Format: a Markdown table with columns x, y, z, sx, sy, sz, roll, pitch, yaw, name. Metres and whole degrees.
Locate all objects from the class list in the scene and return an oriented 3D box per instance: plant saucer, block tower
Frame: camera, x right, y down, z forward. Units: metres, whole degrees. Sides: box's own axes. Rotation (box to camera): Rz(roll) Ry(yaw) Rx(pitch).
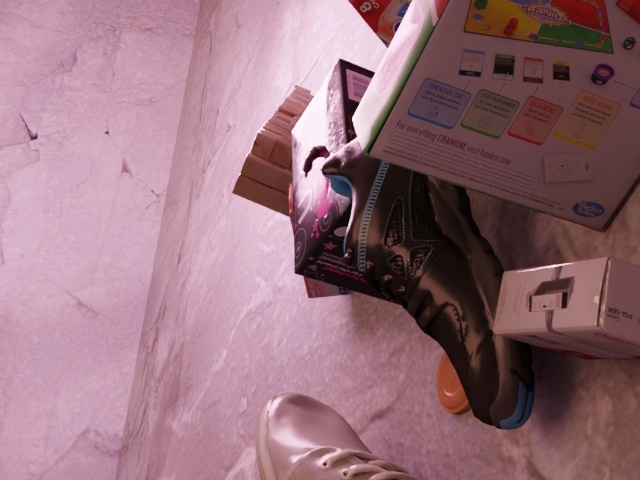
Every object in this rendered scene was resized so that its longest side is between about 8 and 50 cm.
| x | y | z | sx | sy | sz | roll | pitch | yaw | name |
| --- | --- | --- | --- | --- | --- | --- | --- | --- | --- |
| 0.144 | 0.139 | 0.999 | 0.083 | 0.013 | 0.084 | -165 | 90 | -70 | plant saucer |
| -0.038 | -0.142 | 1.424 | 0.335 | 0.097 | 0.091 | -72 | 5 | -67 | block tower |

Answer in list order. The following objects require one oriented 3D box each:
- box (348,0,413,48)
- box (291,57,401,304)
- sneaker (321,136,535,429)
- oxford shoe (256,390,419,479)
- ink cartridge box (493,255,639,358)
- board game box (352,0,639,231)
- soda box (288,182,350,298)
| x | y | z | sx | sy | sz | roll | pitch | yaw | name |
| --- | --- | --- | --- | --- | --- | --- | --- | --- | --- |
| 0.127 | -0.293 | 1.057 | 0.122 | 0.128 | 0.257 | -33 | 22 | 27 | box |
| 0.061 | -0.069 | 1.149 | 0.142 | 0.163 | 0.247 | -54 | 28 | 40 | box |
| 0.103 | 0.031 | 0.912 | 0.125 | 0.139 | 0.341 | 57 | -166 | -56 | sneaker |
| 0.058 | 0.271 | 0.922 | 0.130 | 0.169 | 0.449 | -66 | 27 | 17 | oxford shoe |
| 0.215 | 0.056 | 0.748 | 0.135 | 0.099 | 0.056 | -16 | 60 | 66 | ink cartridge box |
| 0.201 | -0.175 | 0.753 | 0.317 | 0.242 | 0.064 | -62 | 23 | 29 | board game box |
| 0.000 | 0.000 | 1.287 | 0.183 | 0.063 | 0.058 | 79 | -173 | -50 | soda box |
